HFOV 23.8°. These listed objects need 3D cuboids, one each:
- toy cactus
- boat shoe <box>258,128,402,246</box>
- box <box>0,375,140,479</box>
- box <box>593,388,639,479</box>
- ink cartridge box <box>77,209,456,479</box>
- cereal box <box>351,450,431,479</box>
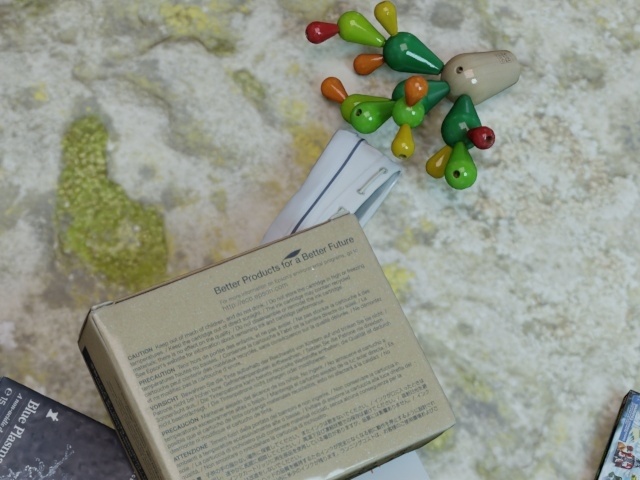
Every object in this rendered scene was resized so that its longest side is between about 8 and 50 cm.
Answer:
[{"bbox_3d":[0.101,-0.146,1.383,0.180,0.112,0.219,-20,49,-28],"label":"toy cactus"},{"bbox_3d":[0.000,0.000,1.317,0.075,0.083,0.226,26,66,9],"label":"boat shoe"},{"bbox_3d":[-0.218,0.216,1.204,0.158,0.093,0.156,25,67,6],"label":"box"},{"bbox_3d":[0.279,0.205,1.275,0.094,0.027,0.137,22,66,5],"label":"box"},{"bbox_3d":[-0.043,0.110,1.181,0.234,0.088,0.193,-21,76,-23],"label":"ink cartridge box"},{"bbox_3d":[0.008,0.224,1.238,0.173,0.047,0.240,-25,70,-12],"label":"cereal box"}]
